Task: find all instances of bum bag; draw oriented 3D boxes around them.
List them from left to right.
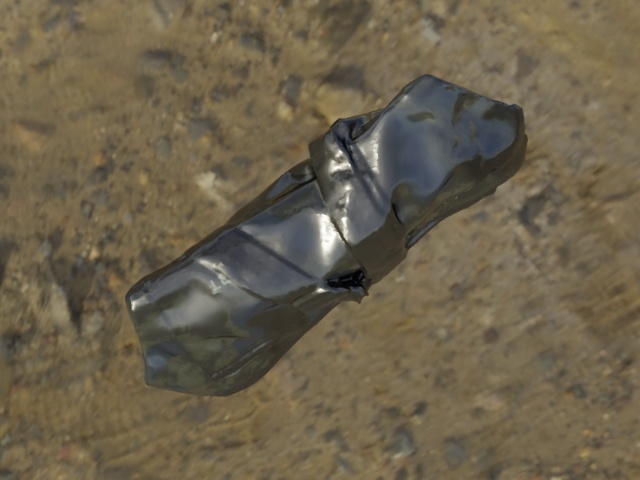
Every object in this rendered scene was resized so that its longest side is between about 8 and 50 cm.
[{"bbox_3d":[0.000,0.000,0.858,0.310,0.137,0.074,-39,46,6],"label":"bum bag"}]
